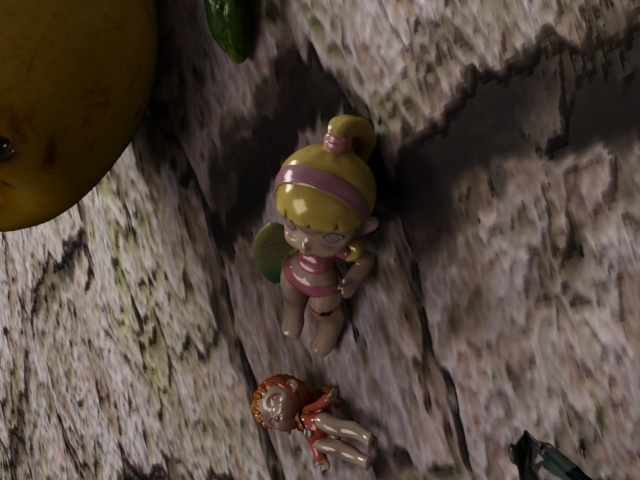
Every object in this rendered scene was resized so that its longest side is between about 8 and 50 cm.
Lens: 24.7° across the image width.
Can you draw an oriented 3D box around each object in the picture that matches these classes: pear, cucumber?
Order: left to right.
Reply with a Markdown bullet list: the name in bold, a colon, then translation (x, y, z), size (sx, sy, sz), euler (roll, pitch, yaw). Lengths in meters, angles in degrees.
- **pear**: translation (-0.253, -0.148, 1.078), size (0.281, 0.281, 0.280), euler (27, 123, 51)
- **cucumber**: translation (-0.065, -0.200, 0.984), size (0.039, 0.039, 0.167), euler (21, 120, 53)

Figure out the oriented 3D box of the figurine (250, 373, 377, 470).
- **figurine**: translation (-0.001, 0.125, 1.000), size (0.109, 0.047, 0.064), euler (24, 114, 41)

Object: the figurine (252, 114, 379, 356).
- **figurine**: translation (0.000, 0.000, 0.943), size (0.083, 0.083, 0.187), euler (51, 152, 35)

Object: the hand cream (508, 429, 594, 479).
- **hand cream**: translation (0.175, 0.198, 0.746), size (0.248, 0.052, 0.075), euler (45, 135, 40)
